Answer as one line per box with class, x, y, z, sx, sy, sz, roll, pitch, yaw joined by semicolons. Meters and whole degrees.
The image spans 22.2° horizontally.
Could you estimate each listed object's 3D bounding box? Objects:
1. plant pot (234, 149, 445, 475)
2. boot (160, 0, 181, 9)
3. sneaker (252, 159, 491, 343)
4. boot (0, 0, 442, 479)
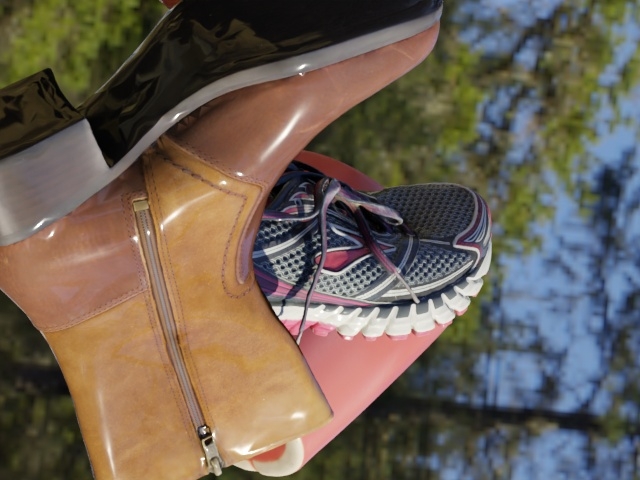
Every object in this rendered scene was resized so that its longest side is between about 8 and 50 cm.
plant pot;-0.037;0.085;1.651;0.243;0.275;0.275;-51;170;-31
boot;-0.101;-0.270;1.668;0.084;0.158;0.059;20;59;-69
sneaker;0.000;0.000;1.039;0.121;0.299;0.112;37;-55;39
boot;-0.033;0.013;0.866;0.096;0.264;0.280;48;-17;49
